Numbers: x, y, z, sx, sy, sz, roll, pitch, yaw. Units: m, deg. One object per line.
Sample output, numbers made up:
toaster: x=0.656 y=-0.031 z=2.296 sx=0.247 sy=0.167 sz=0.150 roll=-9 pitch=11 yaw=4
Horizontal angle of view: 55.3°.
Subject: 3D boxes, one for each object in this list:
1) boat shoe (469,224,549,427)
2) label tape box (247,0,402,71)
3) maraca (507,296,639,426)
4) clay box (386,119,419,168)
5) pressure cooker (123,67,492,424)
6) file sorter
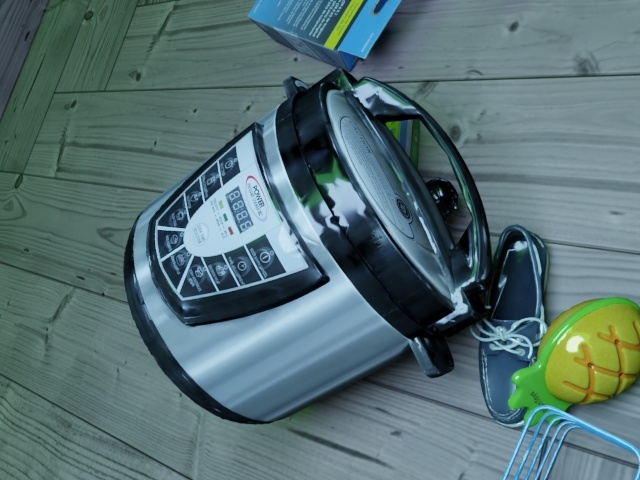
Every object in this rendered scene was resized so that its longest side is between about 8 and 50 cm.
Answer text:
boat shoe: x=0.246 y=0.106 z=0.780 sx=0.095 sy=0.079 sz=0.255 roll=6 pitch=76 yaw=35
label tape box: x=0.053 y=-0.444 z=1.111 sx=0.333 sy=0.106 sz=0.241 roll=35 pitch=93 yaw=38
maraca: x=0.297 y=0.141 z=0.701 sx=0.185 sy=0.127 sz=0.099 roll=-42 pitch=25 yaw=3
clay box: x=0.055 y=-0.146 z=1.028 sx=0.222 sy=0.053 sz=0.128 roll=-6 pitch=68 yaw=32
pressure cooker: x=0.002 y=-0.001 z=0.813 sx=0.420 sy=0.370 sz=0.375 roll=-31 pitch=24 yaw=21
file sorter: x=0.280 y=0.252 z=0.644 sx=0.118 sy=0.170 sz=0.105 roll=22 pitch=82 yaw=39
